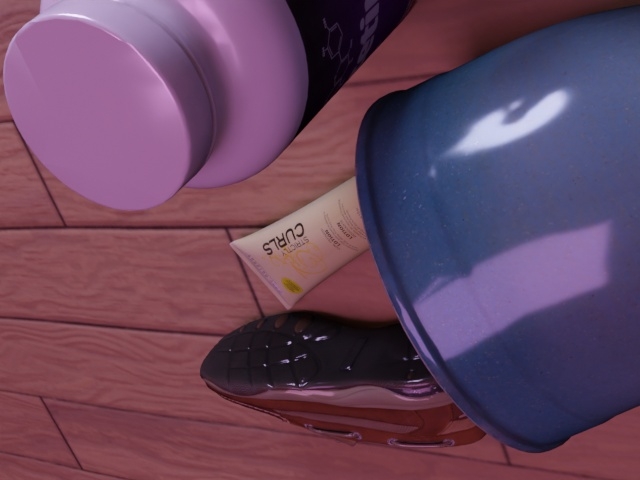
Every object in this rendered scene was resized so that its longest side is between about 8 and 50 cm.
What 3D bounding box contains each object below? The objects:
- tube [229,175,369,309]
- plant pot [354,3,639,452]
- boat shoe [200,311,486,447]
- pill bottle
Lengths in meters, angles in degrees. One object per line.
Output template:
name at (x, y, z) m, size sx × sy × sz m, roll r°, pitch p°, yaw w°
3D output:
tube at (0.000, 0.000, 0.979) m, size 0.240 × 0.062 × 0.070 m, roll -31°, pitch 61°, yaw 51°
plant pot at (0.204, -0.033, 0.665) m, size 0.255 × 0.271 × 0.271 m, roll -28°, pitch 104°, yaw 31°
boat shoe at (0.021, 0.154, 1.039) m, size 0.324 × 0.122 × 0.119 m, roll 1°, pitch 126°, yaw 38°
pill bottle at (-0.058, -0.156, 0.691) m, size 0.182 × 0.323 × 0.181 m, roll 16°, pitch 131°, yaw 19°
